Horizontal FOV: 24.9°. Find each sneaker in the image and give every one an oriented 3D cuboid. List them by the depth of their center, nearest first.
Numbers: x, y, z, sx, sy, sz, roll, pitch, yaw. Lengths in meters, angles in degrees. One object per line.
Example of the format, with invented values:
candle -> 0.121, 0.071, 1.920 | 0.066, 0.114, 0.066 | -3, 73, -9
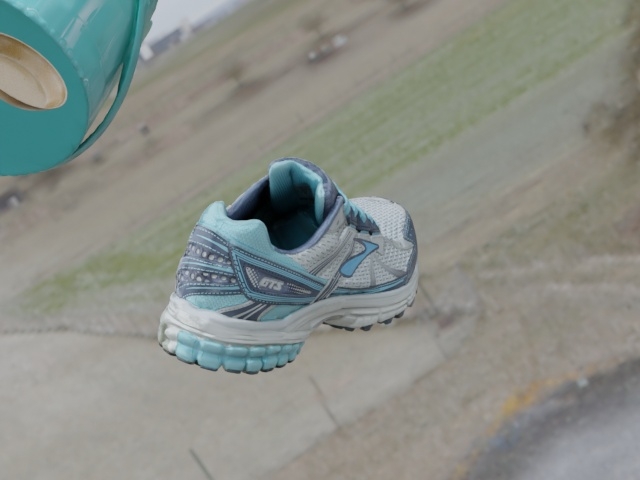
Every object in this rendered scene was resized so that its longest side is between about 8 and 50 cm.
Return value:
sneaker -> 0.000, 0.000, 1.030 | 0.110, 0.122, 0.283 | 21, 24, 23

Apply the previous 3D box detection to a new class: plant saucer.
plant saucer -> -0.230, -0.124, 1.089 | 0.015, 0.083, 0.083 | -47, 4, 26

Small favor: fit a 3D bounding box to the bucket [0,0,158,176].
bucket -> -0.310, -0.207, 1.412 | 0.281, 0.281, 0.183 | -26, 33, 37
